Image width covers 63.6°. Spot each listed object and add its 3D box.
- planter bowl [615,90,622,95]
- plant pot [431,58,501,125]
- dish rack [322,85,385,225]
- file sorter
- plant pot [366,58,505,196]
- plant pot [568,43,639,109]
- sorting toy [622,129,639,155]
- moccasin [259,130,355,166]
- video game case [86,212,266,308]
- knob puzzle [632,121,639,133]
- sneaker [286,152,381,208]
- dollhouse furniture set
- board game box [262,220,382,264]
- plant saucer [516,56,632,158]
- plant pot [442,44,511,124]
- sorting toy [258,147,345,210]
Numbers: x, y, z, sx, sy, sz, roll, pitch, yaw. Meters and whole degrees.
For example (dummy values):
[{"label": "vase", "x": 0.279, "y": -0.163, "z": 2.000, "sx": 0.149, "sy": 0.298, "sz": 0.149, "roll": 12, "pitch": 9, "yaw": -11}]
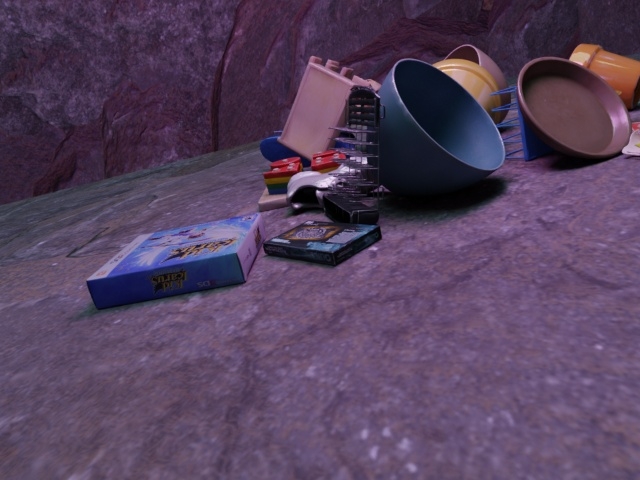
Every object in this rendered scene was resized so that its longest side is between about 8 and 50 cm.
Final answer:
[{"label": "planter bowl", "x": 0.671, "y": -0.328, "z": 1.362, "sx": 0.218, "sy": 0.090, "sz": 0.217, "roll": -12, "pitch": 17, "yaw": 4}, {"label": "plant pot", "x": 0.333, "y": -0.317, "z": 1.331, "sx": 0.254, "sy": 0.253, "sz": 0.239, "roll": -6, "pitch": 27, "yaw": 21}, {"label": "dish rack", "x": 0.064, "y": -0.169, "z": 1.035, "sx": 0.074, "sy": 0.271, "sz": 0.208, "roll": -4, "pitch": 16, "yaw": -15}, {"label": "file sorter", "x": 0.489, "y": -0.289, "z": 1.245, "sx": 0.118, "sy": 0.170, "sz": 0.105, "roll": -21, "pitch": 17, "yaw": -25}, {"label": "plant pot", "x": 0.209, "y": -0.203, "z": 1.085, "sx": 0.290, "sy": 0.290, "sz": 0.195, "roll": -33, "pitch": -9, "yaw": -47}, {"label": "plant pot", "x": 0.846, "y": -0.469, "z": 1.533, "sx": 0.188, "sy": 0.204, "sz": 0.205, "roll": 22, "pitch": 36, "yaw": 37}, {"label": "sorting toy", "x": 0.656, "y": -0.190, "z": 1.041, "sx": 0.075, "sy": 0.044, "sz": 0.083, "roll": -26, "pitch": 21, "yaw": -14}, {"label": "moccasin", "x": -0.039, "y": -0.324, "z": 1.812, "sx": 0.343, "sy": 0.137, "sz": 0.116, "roll": 7, "pitch": 37, "yaw": 17}, {"label": "video game case", "x": -0.254, "y": 0.029, "z": 0.972, "sx": 0.270, "sy": 0.061, "sz": 0.244, "roll": -11, "pitch": 19, "yaw": 6}, {"label": "knob puzzle", "x": 0.745, "y": -0.268, "z": 1.229, "sx": 0.214, "sy": 0.029, "sz": 0.213, "roll": -12, "pitch": 18, "yaw": 4}, {"label": "sneaker", "x": 0.041, "y": -0.122, "z": 1.198, "sx": 0.263, "sy": 0.099, "sz": 0.121, "roll": -16, "pitch": 24, "yaw": 16}, {"label": "dollhouse furniture set", "x": 0.071, "y": -0.401, "z": 1.663, "sx": 0.362, "sy": 0.256, "sz": 0.394, "roll": 32, "pitch": 24, "yaw": 17}, {"label": "board game box", "x": 0.000, "y": 0.000, "z": 0.936, "sx": 0.126, "sy": 0.026, "sz": 0.186, "roll": -28, "pitch": 23, "yaw": -38}, {"label": "plant saucer", "x": 0.549, "y": -0.288, "z": 1.133, "sx": 0.278, "sy": 0.277, "sz": 0.041, "roll": -21, "pitch": -18, "yaw": -24}, {"label": "plant pot", "x": 0.484, "y": -0.444, "z": 1.636, "sx": 0.191, "sy": 0.283, "sz": 0.284, "roll": 14, "pitch": 8, "yaw": -21}, {"label": "sorting toy", "x": -0.036, "y": -0.177, "z": 1.399, "sx": 0.256, "sy": 0.089, "sz": 0.257, "roll": -11, "pitch": 18, "yaw": 5}]
